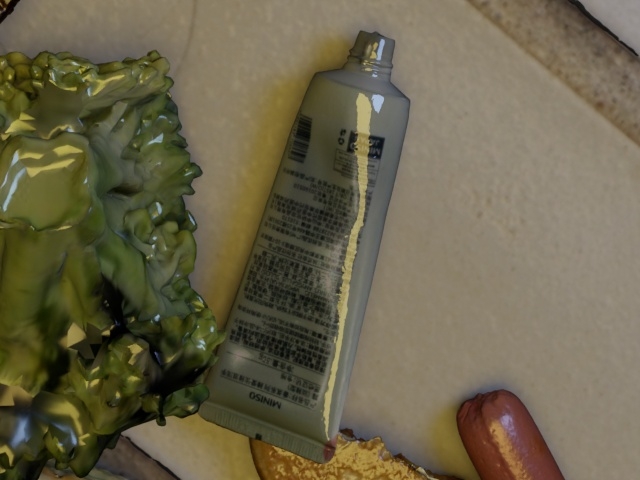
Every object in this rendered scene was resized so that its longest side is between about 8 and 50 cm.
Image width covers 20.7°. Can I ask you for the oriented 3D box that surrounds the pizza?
[{"bbox_3d":[0.051,0.220,1.444,0.246,0.058,0.127,16,102,0],"label":"pizza"}]

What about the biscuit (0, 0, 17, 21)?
[{"bbox_3d":[-0.199,-0.305,1.338,0.107,0.073,0.388,39,96,-9],"label":"biscuit"}]

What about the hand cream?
[{"bbox_3d":[0.000,0.000,1.393,0.124,0.078,0.341,18,98,17],"label":"hand cream"}]

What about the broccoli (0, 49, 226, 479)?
[{"bbox_3d":[-0.192,0.009,1.275,0.293,0.281,0.348,34,76,4],"label":"broccoli"}]

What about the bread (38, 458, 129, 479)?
[{"bbox_3d":[-0.308,0.331,1.395,0.236,0.165,0.375,23,97,-11],"label":"bread"}]

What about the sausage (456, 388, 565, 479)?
[{"bbox_3d":[0.165,0.193,1.444,0.062,0.062,0.154,-28,99,2],"label":"sausage"}]
